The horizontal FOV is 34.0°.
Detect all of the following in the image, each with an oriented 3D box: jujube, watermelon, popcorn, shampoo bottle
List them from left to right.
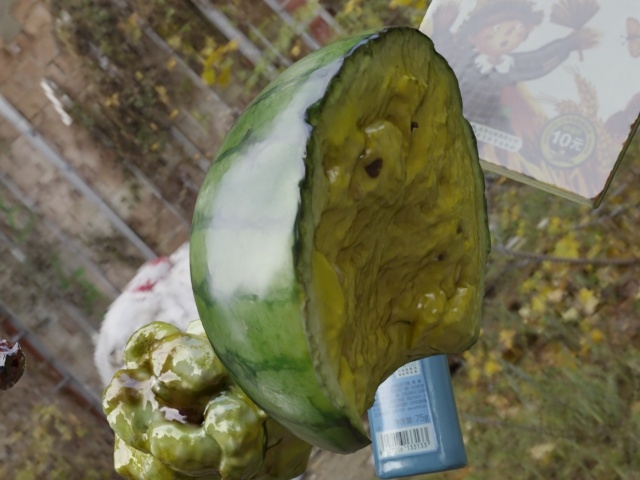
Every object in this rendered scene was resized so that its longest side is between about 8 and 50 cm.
[{"bbox_3d":[-0.494,0.178,1.496,0.166,0.104,0.104,12,46,40],"label":"jujube"},{"bbox_3d":[-0.130,0.195,1.213,0.276,0.225,0.276,-40,-26,-24],"label":"popcorn"},{"bbox_3d":[0.000,0.000,0.821,0.189,0.330,0.331,-6,22,25],"label":"watermelon"},{"bbox_3d":[0.087,0.119,1.117,0.104,0.258,0.061,-16,-14,33],"label":"shampoo bottle"}]

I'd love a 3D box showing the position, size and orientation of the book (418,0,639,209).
[{"bbox_3d":[0.276,-0.276,1.202,0.039,0.300,0.428,30,-95,-58],"label":"book"}]
